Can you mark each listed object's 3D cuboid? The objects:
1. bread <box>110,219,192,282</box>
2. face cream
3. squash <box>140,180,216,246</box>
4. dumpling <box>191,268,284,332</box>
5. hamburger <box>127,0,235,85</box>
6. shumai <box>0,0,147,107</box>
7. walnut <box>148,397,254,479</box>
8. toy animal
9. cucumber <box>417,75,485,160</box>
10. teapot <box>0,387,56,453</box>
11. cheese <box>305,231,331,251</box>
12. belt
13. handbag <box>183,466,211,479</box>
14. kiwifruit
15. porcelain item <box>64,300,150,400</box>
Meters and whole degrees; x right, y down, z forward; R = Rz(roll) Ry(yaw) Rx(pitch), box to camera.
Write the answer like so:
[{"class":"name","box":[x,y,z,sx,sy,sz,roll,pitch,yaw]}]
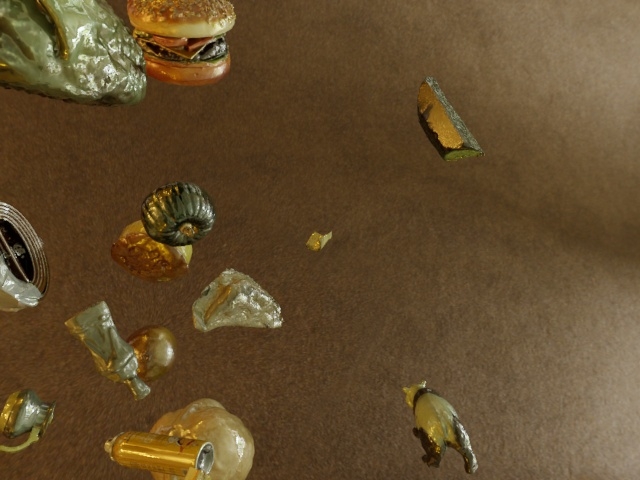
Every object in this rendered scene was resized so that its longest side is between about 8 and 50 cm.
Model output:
[{"class":"bread","box":[-0.593,0.043,1.682,0.270,0.269,0.147,20,46,-15]},{"class":"face cream","box":[-0.498,0.639,1.430,0.349,0.105,0.104,-1,76,19]},{"class":"squash","box":[-0.417,-0.077,1.398,0.218,0.218,0.172,-8,74,-21]},{"class":"dumpling","box":[-0.188,0.144,1.204,0.332,0.086,0.165,13,66,-59]},{"class":"hamburger","box":[-0.363,-0.558,1.258,0.291,0.225,0.290,6,41,-5]},{"class":"shumai","box":[-0.476,-0.418,0.774,0.396,0.395,0.347,6,108,-18]},{"class":"walnut","box":[-0.408,0.730,1.635,0.382,0.381,0.380,4,77,-19]},{"class":"toy animal","box":[0.224,0.359,0.946,0.094,0.225,0.121,-20,98,2]},{"class":"cucumber","box":[0.225,-0.227,0.898,0.046,0.070,0.219,26,36,-49]},{"class":"teapot","box":[-0.783,0.479,1.258,0.119,0.130,0.165,22,42,-23]},{"class":"cheese","box":[0.001,0.001,1.448,0.041,0.084,0.060,49,56,-20]},{"class":"belt","box":[-0.961,0.051,1.440,0.122,0.217,0.338,-13,105,15]},{"class":"handbag","box":[-0.267,0.527,1.019,0.027,0.083,0.061,8,56,18]},{"class":"kiwifruit","box":[-0.591,0.392,1.650,0.196,0.234,0.195,3,80,-15]},{"class":"porcelain item","box":[-0.417,0.230,0.947,0.081,0.069,0.215,-34,98,-33]}]
